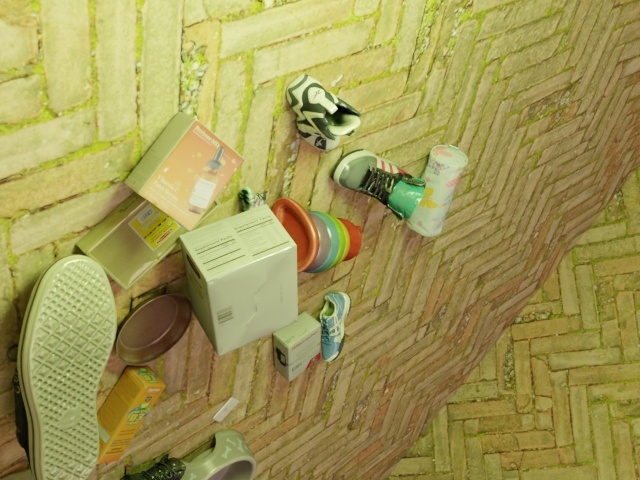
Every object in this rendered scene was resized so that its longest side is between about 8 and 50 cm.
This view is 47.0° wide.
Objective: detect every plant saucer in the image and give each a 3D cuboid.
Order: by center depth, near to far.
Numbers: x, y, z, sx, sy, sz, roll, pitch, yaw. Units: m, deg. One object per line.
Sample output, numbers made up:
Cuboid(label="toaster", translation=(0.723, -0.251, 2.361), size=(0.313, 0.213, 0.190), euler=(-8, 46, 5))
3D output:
Cuboid(label="plant saucer", translation=(-0.376, 0.190, 1.641), size=(0.199, 0.036, 0.198), euler=(-33, 145, -26))

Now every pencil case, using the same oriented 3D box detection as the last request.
Cuboid(label="pencil case", translation=(0.340, -0.143, 2.149), size=(0.124, 0.114, 0.273), euler=(-33, 147, -45))

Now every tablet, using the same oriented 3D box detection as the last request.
Cuboid(label="tablet", translation=(-0.273, 0.490, 2.130), size=(0.083, 0.006, 0.054), euler=(-48, 149, -5))

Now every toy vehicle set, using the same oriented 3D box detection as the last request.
Cuboid(label="toy vehicle set", translation=(-0.332, -0.035, 1.456), size=(0.267, 0.035, 0.166), euler=(-44, 149, -12))

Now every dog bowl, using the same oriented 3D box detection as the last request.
Cuboid(label="dog bowl", translation=(-0.340, 0.737, 2.217), size=(0.349, 0.102, 0.348), euler=(-34, 146, -26))

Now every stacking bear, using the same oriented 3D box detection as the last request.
Cuboid(label="stacking bear", translation=(0.000, 0.000, 1.825), size=(0.289, 0.164, 0.175), euler=(-2, 125, -57))

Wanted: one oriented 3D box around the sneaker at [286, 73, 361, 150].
Cuboid(label="sneaker", translation=(0.026, -0.244, 1.585), size=(0.094, 0.153, 0.235), euler=(-41, 148, -13))

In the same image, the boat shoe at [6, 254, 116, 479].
Cuboid(label="boat shoe", translation=(-0.510, 0.250, 1.426), size=(0.187, 0.156, 0.499), euler=(-11, 120, -41))

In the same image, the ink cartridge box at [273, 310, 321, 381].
Cuboid(label="ink cartridge box", translation=(-0.067, 0.307, 2.137), size=(0.127, 0.072, 0.175), euler=(-33, 145, -28))

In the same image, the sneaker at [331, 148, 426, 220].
Cuboid(label="sneaker", translation=(0.168, -0.132, 1.868), size=(0.296, 0.178, 0.123), euler=(1, 122, -53))

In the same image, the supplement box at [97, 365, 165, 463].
Cuboid(label="supplement box", translation=(-0.463, 0.407, 1.722), size=(0.233, 0.080, 0.078), euler=(-59, 151, 9))

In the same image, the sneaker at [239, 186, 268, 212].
Cuboid(label="sneaker", translation=(-0.143, -0.098, 1.640), size=(0.069, 0.038, 0.098), euler=(-36, 156, -26))

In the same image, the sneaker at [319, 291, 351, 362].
Cuboid(label="sneaker", translation=(0.027, 0.253, 2.172), size=(0.081, 0.080, 0.211), euler=(14, 83, -45))

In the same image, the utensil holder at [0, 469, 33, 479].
Cuboid(label="utensil holder", translation=(-0.627, 0.744, 1.639), size=(0.328, 0.328, 0.385), euler=(-26, 139, -35))

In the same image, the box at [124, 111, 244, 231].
Cuboid(label="box", translation=(-0.250, -0.128, 1.355), size=(0.130, 0.091, 0.170), euler=(39, 85, -35))

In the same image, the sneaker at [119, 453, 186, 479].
Cuboid(label="sneaker", translation=(-0.448, 0.633, 1.980), size=(0.130, 0.087, 0.227), euler=(-50, 153, -4))

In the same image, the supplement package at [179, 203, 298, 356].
Cuboid(label="supplement package", translation=(-0.171, 0.087, 1.588), size=(0.204, 0.145, 0.261), euler=(-22, 140, -20))
